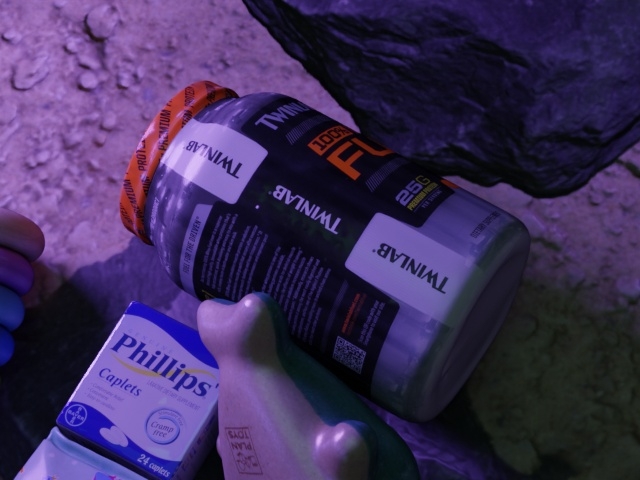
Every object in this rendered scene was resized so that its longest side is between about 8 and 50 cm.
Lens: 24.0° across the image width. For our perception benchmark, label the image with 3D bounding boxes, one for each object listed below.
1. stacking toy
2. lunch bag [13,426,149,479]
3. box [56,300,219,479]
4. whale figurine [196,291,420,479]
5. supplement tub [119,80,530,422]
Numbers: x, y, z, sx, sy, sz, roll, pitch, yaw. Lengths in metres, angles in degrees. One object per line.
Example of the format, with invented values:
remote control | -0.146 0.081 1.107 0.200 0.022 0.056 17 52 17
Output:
stacking toy | -0.347 0.135 1.399 0.141 0.141 0.330 4 75 8
lunch bag | -0.174 0.318 1.259 0.262 0.160 0.223 26 61 21
box | -0.151 0.145 1.390 0.126 0.072 0.137 25 72 15
whale figurine | -0.008 0.162 1.289 0.141 0.216 0.272 -26 97 -33
supplement tub | 0.000 0.000 1.362 0.338 0.207 0.207 29 73 16
